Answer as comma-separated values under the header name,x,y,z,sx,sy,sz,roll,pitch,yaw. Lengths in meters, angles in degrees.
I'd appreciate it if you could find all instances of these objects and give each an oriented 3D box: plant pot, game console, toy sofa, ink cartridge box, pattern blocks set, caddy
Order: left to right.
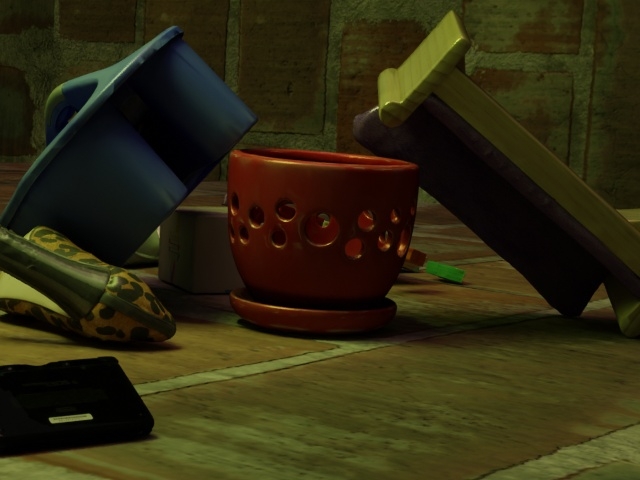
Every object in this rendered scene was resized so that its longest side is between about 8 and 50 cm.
name,x,y,z,sx,sy,sz,roll,pitch,yaw
game console,-0.191,0.119,0.952,0.122,0.071,0.107,-2,38,-38
caddy,-0.219,-0.091,1.502,0.241,0.179,0.341,-49,5,-27
ink cartridge box,-0.131,0.009,1.681,0.092,0.090,0.143,1,6,-25
plant pot,0.000,0.000,1.419,0.191,0.174,0.191,3,5,0
pattern blocks set,0.026,-0.001,1.809,0.324,0.026,0.285,18,-2,-24
toy sofa,0.208,-0.053,1.487,0.362,0.177,0.150,40,16,-12

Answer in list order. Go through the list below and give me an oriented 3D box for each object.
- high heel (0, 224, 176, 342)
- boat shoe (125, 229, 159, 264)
name,x,y,z,sx,sy,sz,roll,pitch,yaw
high heel,-0.218,0.059,1.362,0.186,0.093,0.261,27,-7,2
boat shoe,-0.199,-0.008,1.867,0.081,0.079,0.227,1,1,24
